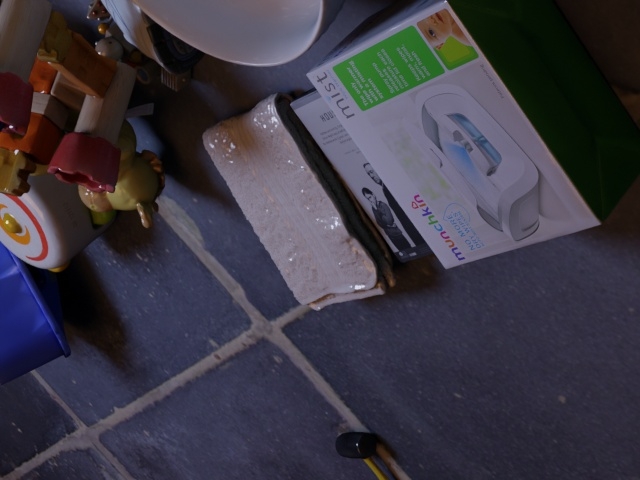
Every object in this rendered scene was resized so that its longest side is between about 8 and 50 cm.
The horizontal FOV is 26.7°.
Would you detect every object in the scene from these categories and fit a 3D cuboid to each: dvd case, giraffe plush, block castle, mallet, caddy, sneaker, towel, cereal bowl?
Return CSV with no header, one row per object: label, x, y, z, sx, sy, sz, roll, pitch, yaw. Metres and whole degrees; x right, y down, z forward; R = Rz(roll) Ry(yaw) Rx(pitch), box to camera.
dvd case,0.087,-0.089,1.541,0.179,0.029,0.239,-18,111,54
giraffe plush,-0.285,-0.109,1.815,0.210,0.181,0.170,3,141,26
block castle,-0.477,-0.177,1.617,0.453,0.213,0.303,11,168,22
mallet,0.100,0.355,1.994,0.190,0.039,0.062,48,150,-11
caddy,-0.532,0.070,2.248,0.241,0.179,0.341,36,153,55
sneaker,-0.232,-0.329,1.566,0.129,0.111,0.297,20,138,41
towel,-0.030,-0.041,1.686,0.187,0.049,0.282,-18,108,53
cereal bowl,-0.099,-0.345,1.349,0.339,0.141,0.339,29,152,17

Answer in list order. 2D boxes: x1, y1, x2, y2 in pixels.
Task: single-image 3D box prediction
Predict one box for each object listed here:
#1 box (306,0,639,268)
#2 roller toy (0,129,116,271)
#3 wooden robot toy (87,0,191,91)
box,0.156,-0.128,1.343,0.231,0.127,0.262,-19,112,52
roller toy,-0.416,-0.059,2.006,0.191,0.146,0.209,47,147,-2
wooden robot toy,-0.251,-0.236,1.704,0.173,0.079,0.076,41,146,7
